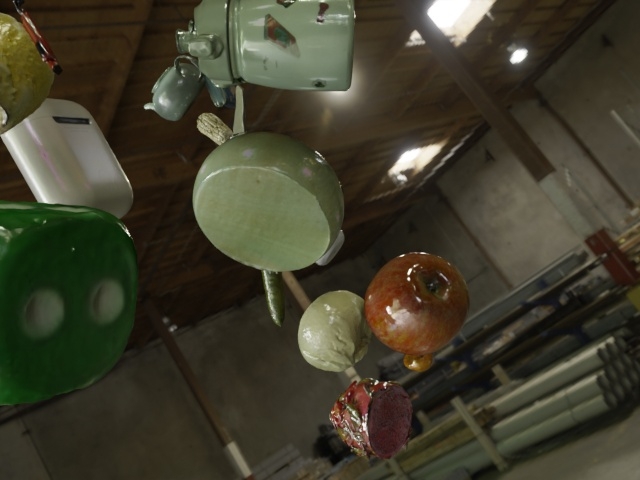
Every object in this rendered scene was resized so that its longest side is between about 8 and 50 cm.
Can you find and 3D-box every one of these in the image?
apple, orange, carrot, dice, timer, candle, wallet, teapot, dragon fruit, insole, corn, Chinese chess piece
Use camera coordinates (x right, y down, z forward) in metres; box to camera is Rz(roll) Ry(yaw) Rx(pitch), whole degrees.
[{"bbox_3d":[0.178,0.114,1.202,0.188,0.188,0.174,-27,-17,-26],"label":"apple"},{"bbox_3d":[0.270,0.329,1.797,0.086,0.062,0.086,-20,8,3],"label":"orange"},{"bbox_3d":[-0.154,0.090,2.019,0.074,0.358,0.074,-11,1,0],"label":"carrot"},{"bbox_3d":[-0.490,0.082,1.045,0.297,0.287,0.300,5,5,28],"label":"dice"},{"bbox_3d":[0.000,0.000,2.035,0.136,0.136,0.099,-34,-21,1],"label":"timer"},{"bbox_3d":[-0.465,-0.339,1.067,0.021,0.167,0.026,-39,-18,17],"label":"candle"},{"bbox_3d":[-0.325,-0.517,2.230,0.059,0.141,0.202,-25,3,15],"label":"wallet"},{"bbox_3d":[-0.460,-0.481,2.095,0.294,0.129,0.193,-42,17,45],"label":"teapot"},{"bbox_3d":[0.173,0.648,2.493,0.296,0.314,0.263,-11,9,-43],"label":"dragon fruit"},{"bbox_3d":[-0.216,-0.319,1.750,0.010,0.063,0.192,-17,-53,-29],"label":"insole"},{"bbox_3d":[-0.388,-0.410,2.460,0.087,0.211,0.087,-26,-44,-27],"label":"corn"},{"bbox_3d":[-0.117,-0.086,1.508,0.349,0.349,0.146,-48,17,44],"label":"Chinese chess piece"}]

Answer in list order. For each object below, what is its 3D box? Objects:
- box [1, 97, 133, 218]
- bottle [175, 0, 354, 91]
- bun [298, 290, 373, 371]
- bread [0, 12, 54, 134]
[{"bbox_3d":[-0.634,-0.199,1.656,0.141,0.349,0.288,-31,-2,20],"label":"box"},{"bbox_3d":[-0.110,-0.409,1.334,0.351,0.229,0.229,-1,-16,1],"label":"bottle"},{"bbox_3d":[0.040,0.186,1.293,0.164,0.111,0.188,-47,-39,-22],"label":"bun"},{"bbox_3d":[-0.606,-0.303,1.209,0.197,0.197,0.170,-45,18,39],"label":"bread"}]
